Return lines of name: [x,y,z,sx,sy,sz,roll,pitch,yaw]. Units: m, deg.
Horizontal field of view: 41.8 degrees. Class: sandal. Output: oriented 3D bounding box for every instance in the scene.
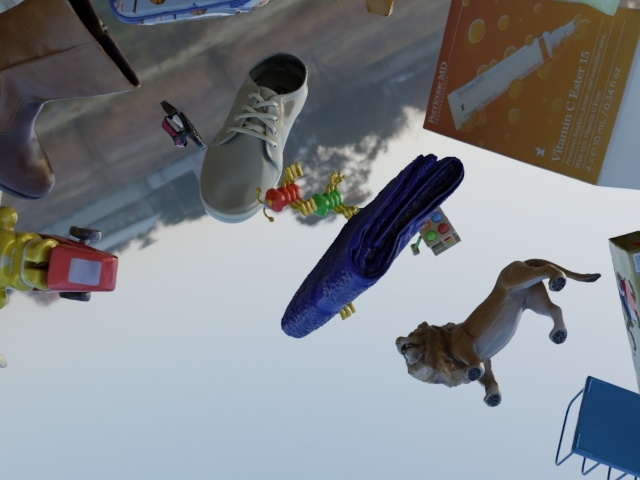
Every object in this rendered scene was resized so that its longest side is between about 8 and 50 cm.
sandal: [-0.228,-0.177,1.332,0.040,0.067,0.179,-36,-148,-9]

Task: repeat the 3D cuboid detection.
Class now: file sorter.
file sorter: [0.442,0.294,1.214,0.104,0.170,0.118,98,14,-60]

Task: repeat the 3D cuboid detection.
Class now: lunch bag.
lunch bag: [-0.234,-0.493,1.405,0.303,0.243,0.115,-2,-168,16]

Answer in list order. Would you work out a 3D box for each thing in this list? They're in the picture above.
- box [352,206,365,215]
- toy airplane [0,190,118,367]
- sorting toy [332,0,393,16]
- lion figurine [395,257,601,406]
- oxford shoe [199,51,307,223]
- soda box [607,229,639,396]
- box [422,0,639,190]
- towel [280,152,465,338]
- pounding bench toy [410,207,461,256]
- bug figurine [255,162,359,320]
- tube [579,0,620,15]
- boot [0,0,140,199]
box: [0.101,-0.024,1.802,0.062,0.083,0.052,-5,160,-13]
toy airplane: [-0.599,0.021,1.457,0.384,0.386,0.272,-35,180,1]
sorting toy: [0.027,-0.438,1.029,0.229,0.307,0.041,17,-135,19]
lion figurine: [0.325,0.149,1.571,0.392,0.142,0.240,-41,-157,8]
oxford shoe: [-0.137,-0.232,1.757,0.130,0.169,0.449,105,6,-58]
soda box: [0.339,0.081,0.833,0.058,0.181,0.061,-14,-168,3]
box: [0.330,-0.214,1.160,0.168,0.215,0.345,2,-164,-34]
towel: [0.053,0.010,1.137,0.228,0.076,0.308,-46,179,-28]
pounding bench toy: [0.181,-0.007,1.394,0.083,0.052,0.065,-32,155,10]
bug figurine: [0.000,0.000,1.482,0.072,0.279,0.216,-19,-178,39]
tube: [0.240,-0.338,0.962,0.070,0.240,0.062,83,28,-77]
boot: [-0.337,-0.179,1.054,0.280,0.264,0.096,-9,-150,26]
